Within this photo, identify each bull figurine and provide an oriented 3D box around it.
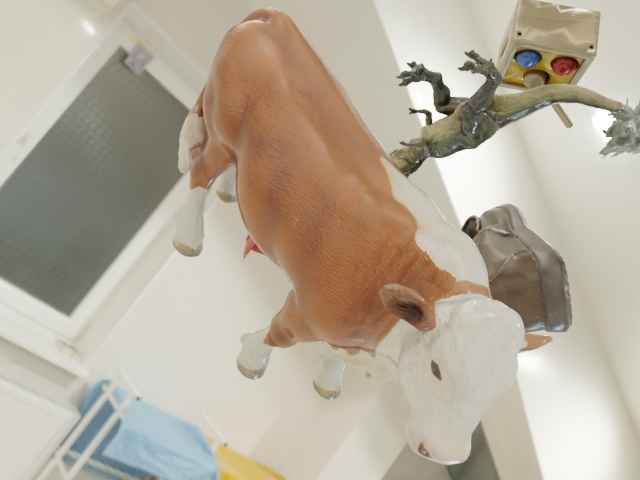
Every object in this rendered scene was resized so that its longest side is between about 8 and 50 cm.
[{"bbox_3d":[0.000,0.000,0.402,0.101,0.188,0.310,-3,56,-41],"label":"bull figurine"}]

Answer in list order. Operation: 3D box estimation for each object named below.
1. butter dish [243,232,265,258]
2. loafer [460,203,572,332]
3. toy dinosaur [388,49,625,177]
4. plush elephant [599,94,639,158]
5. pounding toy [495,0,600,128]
[{"bbox_3d":[-0.064,-0.028,1.223,0.118,0.160,0.160,32,17,-10],"label":"butter dish"},{"bbox_3d":[0.230,0.030,0.884,0.366,0.130,0.133,-69,149,-81],"label":"loafer"},{"bbox_3d":[0.150,-0.135,0.649,0.268,0.064,0.118,-15,-47,36],"label":"toy dinosaur"},{"bbox_3d":[0.526,-0.162,0.741,0.255,0.330,0.271,15,-54,48],"label":"plush elephant"},{"bbox_3d":[0.319,-0.245,0.897,0.130,0.100,0.141,12,-18,5],"label":"pounding toy"}]
